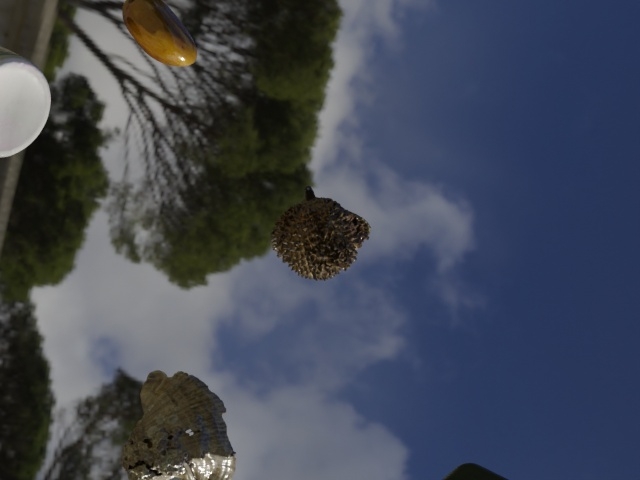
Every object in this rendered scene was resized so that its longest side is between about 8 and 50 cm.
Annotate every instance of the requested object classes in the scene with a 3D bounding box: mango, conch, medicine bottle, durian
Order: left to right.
[{"bbox_3d":[-0.478,-0.209,1.419,0.237,0.139,0.139,26,-81,34],"label":"medicine bottle"},{"bbox_3d":[-0.205,-0.265,1.367,0.060,0.114,0.080,-42,-172,-4],"label":"mango"},{"bbox_3d":[-0.222,0.314,1.669,0.178,0.163,0.245,-14,-109,2],"label":"conch"},{"bbox_3d":[0.003,0.000,1.159,0.111,0.140,0.071,-18,-127,-1],"label":"durian"}]

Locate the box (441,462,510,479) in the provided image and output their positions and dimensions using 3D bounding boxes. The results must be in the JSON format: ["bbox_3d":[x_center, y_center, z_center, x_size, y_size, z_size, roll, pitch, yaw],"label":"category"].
[{"bbox_3d":[0.113,0.280,0.886,0.160,0.230,0.050,20,-54,39],"label":"box"}]
